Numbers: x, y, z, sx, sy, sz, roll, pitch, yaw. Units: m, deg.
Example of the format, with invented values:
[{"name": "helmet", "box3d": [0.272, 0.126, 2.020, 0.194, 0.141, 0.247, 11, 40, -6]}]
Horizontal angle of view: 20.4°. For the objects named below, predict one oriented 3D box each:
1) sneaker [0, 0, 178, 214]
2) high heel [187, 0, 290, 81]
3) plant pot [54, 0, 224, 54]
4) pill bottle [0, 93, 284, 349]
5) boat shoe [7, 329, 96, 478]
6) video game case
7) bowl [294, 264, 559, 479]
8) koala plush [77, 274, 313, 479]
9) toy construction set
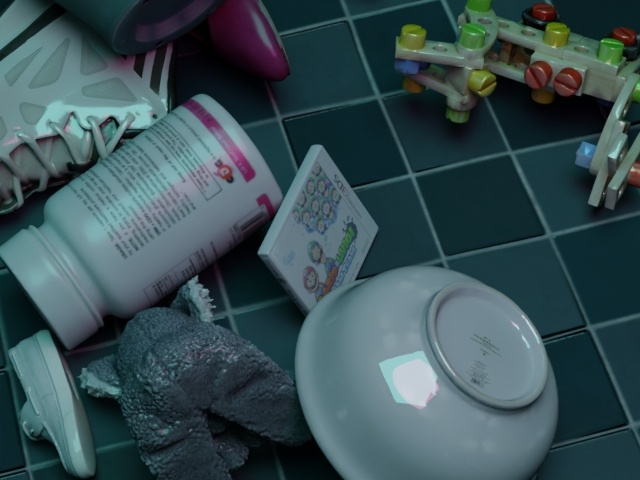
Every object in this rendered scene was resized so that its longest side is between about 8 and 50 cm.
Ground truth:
[{"name": "sneaker", "box3d": [-0.308, -0.110, 1.987, 0.257, 0.169, 0.447, 24, 56, 16]}, {"name": "high heel", "box3d": [-0.200, -0.274, 2.138, 0.181, 0.127, 0.377, -33, 54, -19]}, {"name": "plant pot", "box3d": [-0.224, -0.358, 1.991, 0.272, 0.271, 0.255, -31, 78, -20]}, {"name": "pill bottle", "box3d": [-0.195, -0.017, 1.917, 0.283, 0.160, 0.160, -36, 63, -10]}, {"name": "boat shoe", "box3d": [-0.285, 0.176, 1.862, 0.063, 0.066, 0.184, -24, 61, 0]}, {"name": "video game case", "box3d": [0.000, 0.000, 1.944, 0.019, 0.143, 0.157, -1, 49, 36]}, {"name": "bowl", "box3d": [0.133, 0.133, 1.782, 0.298, 0.134, 0.298, 19, 48, -23]}, {"name": "koala plush", "box3d": [-0.142, 0.137, 1.828, 0.196, 0.203, 0.221, -41, 37, -3]}, {"name": "toy construction set", "box3d": [0.257, -0.180, 2.060, 0.328, 0.151, 0.215, 33, 37, 11]}]
